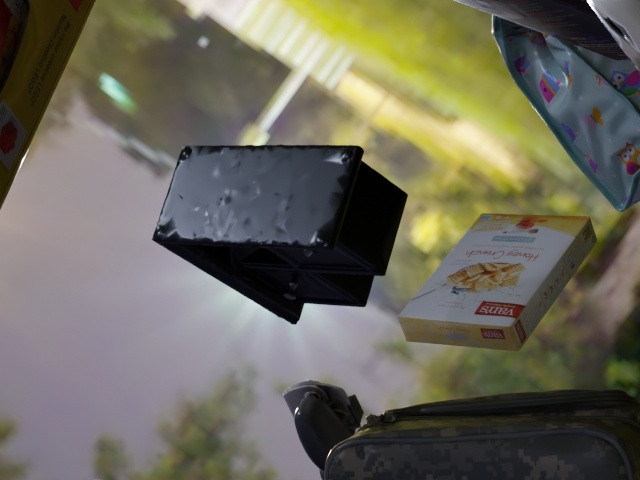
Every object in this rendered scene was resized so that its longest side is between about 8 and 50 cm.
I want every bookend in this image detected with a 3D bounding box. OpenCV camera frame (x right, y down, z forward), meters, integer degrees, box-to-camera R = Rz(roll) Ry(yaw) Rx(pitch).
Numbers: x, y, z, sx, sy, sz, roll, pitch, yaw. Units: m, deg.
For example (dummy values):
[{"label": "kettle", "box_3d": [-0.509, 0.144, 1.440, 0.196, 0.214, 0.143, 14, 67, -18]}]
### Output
[{"label": "bookend", "box_3d": [0.000, 0.000, 1.266, 0.156, 0.072, 0.157, 2, 159, 40]}]

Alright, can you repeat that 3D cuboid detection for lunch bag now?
[{"label": "lunch bag", "box_3d": [0.171, 0.246, 1.725, 0.305, 0.213, 0.256, -5, -178, 20]}, {"label": "lunch bag", "box_3d": [0.343, -0.198, 2.069, 0.262, 0.223, 0.160, 51, 149, 23]}]

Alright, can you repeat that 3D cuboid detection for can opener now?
[{"label": "can opener", "box_3d": [0.030, 0.270, 2.042, 0.283, 0.076, 0.095, 66, -149, -31]}]

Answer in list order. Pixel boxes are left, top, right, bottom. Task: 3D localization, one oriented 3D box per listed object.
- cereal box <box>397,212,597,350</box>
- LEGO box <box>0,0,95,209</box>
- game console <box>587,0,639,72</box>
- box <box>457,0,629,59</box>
[{"label": "cereal box", "box_3d": [0.230, 0.050, 2.428, 0.173, 0.240, 0.047, 2, 126, 36]}, {"label": "LEGO box", "box_3d": [-0.455, -0.149, 1.748, 0.372, 0.500, 0.193, -3, 140, 27]}, {"label": "game console", "box_3d": [0.286, -0.120, 1.277, 0.342, 0.060, 0.386, 47, -176, 38]}, {"label": "box", "box_3d": [0.210, -0.267, 1.667, 0.270, 0.143, 0.165, 17, 178, -21]}]
